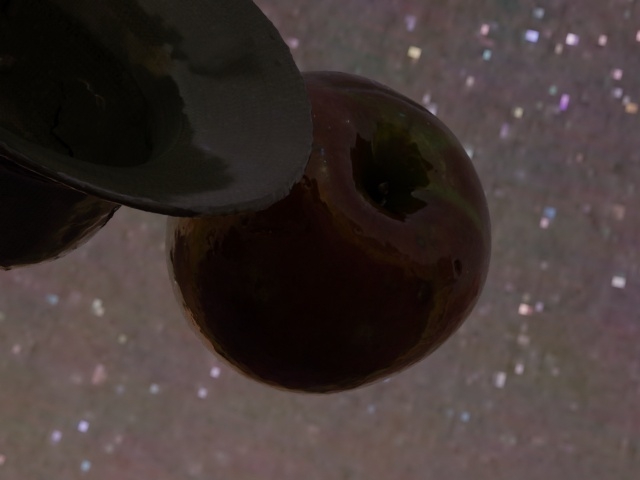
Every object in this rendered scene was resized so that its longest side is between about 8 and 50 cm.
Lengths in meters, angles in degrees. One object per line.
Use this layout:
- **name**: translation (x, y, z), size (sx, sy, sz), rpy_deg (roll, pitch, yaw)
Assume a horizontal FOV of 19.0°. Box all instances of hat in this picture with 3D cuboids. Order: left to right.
- **hat**: translation (-0.143, -0.063, 0.848), size (0.257, 0.257, 0.130), rpy_deg (30, -59, -17)

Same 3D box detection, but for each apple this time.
- **apple**: translation (0.000, 0.000, 1.134), size (0.196, 0.196, 0.196), rpy_deg (12, -34, 8)
